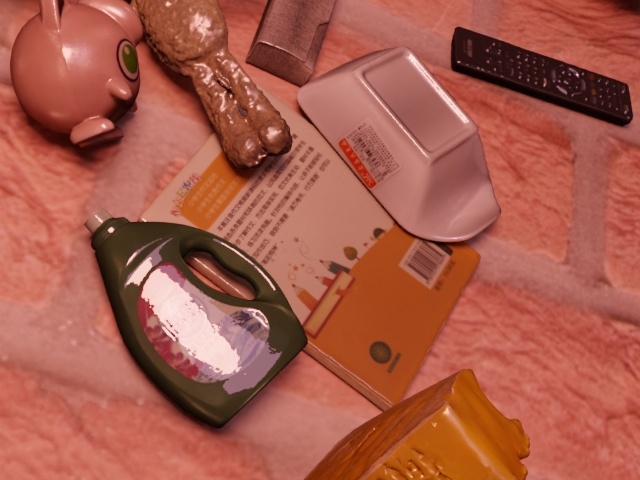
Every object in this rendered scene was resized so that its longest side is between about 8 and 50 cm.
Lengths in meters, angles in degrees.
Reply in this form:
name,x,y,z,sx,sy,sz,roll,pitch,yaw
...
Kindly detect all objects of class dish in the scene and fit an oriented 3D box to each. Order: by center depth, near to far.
name,x,y,z,sx,sy,sz,roll,pitch,yaw
dish,0.102,-0.108,0.945,0.154,0.064,0.234,-34,82,-39

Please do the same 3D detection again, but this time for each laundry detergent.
name,x,y,z,sx,sy,sz,roll,pitch,yaw
laundry detergent,-0.117,0.048,0.791,0.137,0.063,0.211,-41,85,-19

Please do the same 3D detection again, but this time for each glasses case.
name,x,y,z,sx,sy,sz,roll,pitch,yaw
glasses case,-0.017,-0.267,0.991,0.071,0.047,0.205,23,59,-12

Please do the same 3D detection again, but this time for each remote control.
name,x,y,z,sx,sy,sz,roll,pitch,yaw
remote control,0.266,-0.194,1.087,0.245,0.025,0.063,16,61,-15

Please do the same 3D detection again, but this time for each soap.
name,x,y,z,sx,sy,sz,roll,pitch,yaw
soap,0.054,0.188,0.685,0.080,0.257,0.160,45,58,2

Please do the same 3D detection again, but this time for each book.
name,x,y,z,sx,sy,sz,roll,pitch,yaw
book,0.000,0.000,0.890,0.295,0.020,0.208,38,58,-2

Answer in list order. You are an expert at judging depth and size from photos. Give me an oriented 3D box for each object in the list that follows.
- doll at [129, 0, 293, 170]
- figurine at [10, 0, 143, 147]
name,x,y,z,sx,sy,sz,roll,pitch,yaw
doll,-0.136,-0.202,0.875,0.203,0.091,0.286,-6,90,19
figurine,-0.213,-0.154,0.812,0.125,0.125,0.138,-13,91,-27
